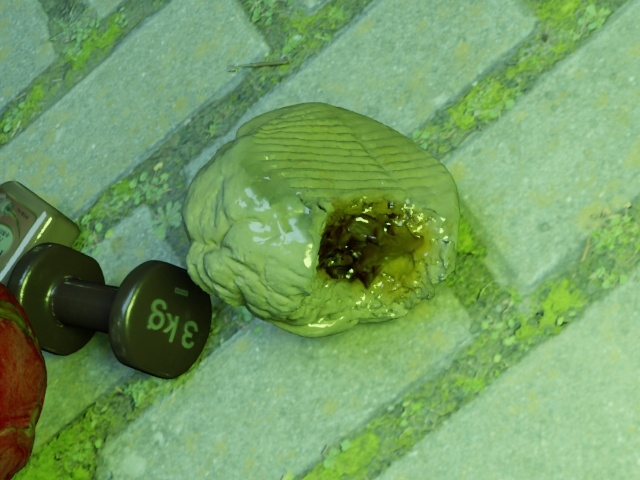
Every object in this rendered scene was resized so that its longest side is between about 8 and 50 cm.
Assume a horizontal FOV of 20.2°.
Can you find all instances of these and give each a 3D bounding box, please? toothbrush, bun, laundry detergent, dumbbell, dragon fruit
[{"bbox_3d":[-0.077,-0.215,2.212,0.097,0.006,0.008,-2,69,38],"label":"toothbrush"},{"bbox_3d":[-0.009,-0.010,1.854,0.281,0.281,0.205,61,138,45],"label":"bun"},{"bbox_3d":[-0.421,0.041,2.257,0.237,0.076,0.171,-54,43,-3],"label":"laundry detergent"},{"bbox_3d":[-0.242,0.078,2.041,0.225,0.140,0.124,8,77,42],"label":"dumbbell"},{"bbox_3d":[-0.431,0.159,1.952,0.277,0.277,0.342,-10,48,33],"label":"dragon fruit"}]
